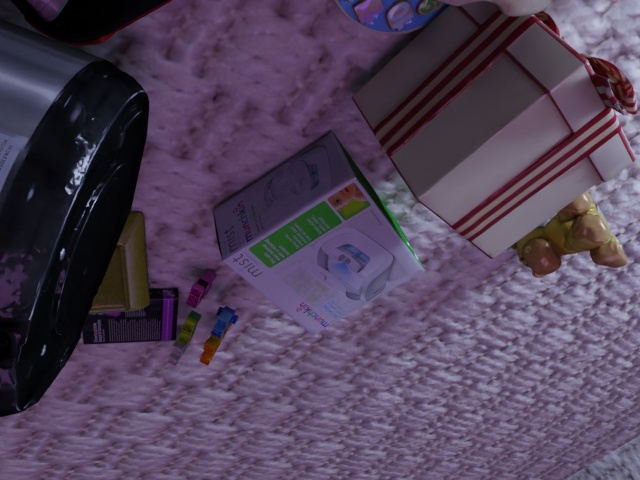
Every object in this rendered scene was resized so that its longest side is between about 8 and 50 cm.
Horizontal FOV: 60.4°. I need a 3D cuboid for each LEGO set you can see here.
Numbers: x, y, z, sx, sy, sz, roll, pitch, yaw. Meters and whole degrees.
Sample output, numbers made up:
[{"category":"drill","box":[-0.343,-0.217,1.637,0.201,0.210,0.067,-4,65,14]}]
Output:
[{"category":"LEGO set","box":[-0.199,0.146,0.998,0.087,0.093,0.227,29,130,0]}]

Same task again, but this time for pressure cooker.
[{"category":"pressure cooker","box":[-0.412,-0.063,0.509,0.421,0.369,0.375,18,129,-13]}]

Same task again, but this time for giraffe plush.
[{"category":"giraffe plush","box":[0.438,-0.005,1.020,0.171,0.181,0.210,-32,169,27]}]

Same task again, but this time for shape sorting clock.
[{"category":"shape sorting clock","box":[0.102,-0.345,0.648,0.207,0.040,0.206,-9,135,-9]}]

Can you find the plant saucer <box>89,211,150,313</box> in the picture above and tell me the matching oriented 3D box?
[{"category":"plant saucer","box":[-0.366,0.049,0.850,0.189,0.045,0.188,-2,124,-15]}]

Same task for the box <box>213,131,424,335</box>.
[{"category":"box","box":[0.000,0.000,0.887,0.231,0.126,0.262,-32,135,10]}]

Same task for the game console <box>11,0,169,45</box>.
[{"category":"game console","box":[-0.216,-0.379,0.445,0.342,0.060,0.386,-21,131,17]}]

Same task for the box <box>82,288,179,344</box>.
[{"category":"box","box":[-0.337,0.134,0.973,0.162,0.029,0.116,0,131,-19]}]

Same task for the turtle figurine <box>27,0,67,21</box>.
[{"category":"turtle figurine","box":[-0.287,-0.287,0.418,0.175,0.118,0.234,-31,134,28]}]

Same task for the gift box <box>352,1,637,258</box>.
[{"category":"gift box","box":[0.223,-0.160,0.698,0.258,0.255,0.276,-40,143,19]}]

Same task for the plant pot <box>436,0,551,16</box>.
[{"category":"plant pot","box":[0.158,-0.376,0.447,0.334,0.333,0.305,2,136,-19]}]
